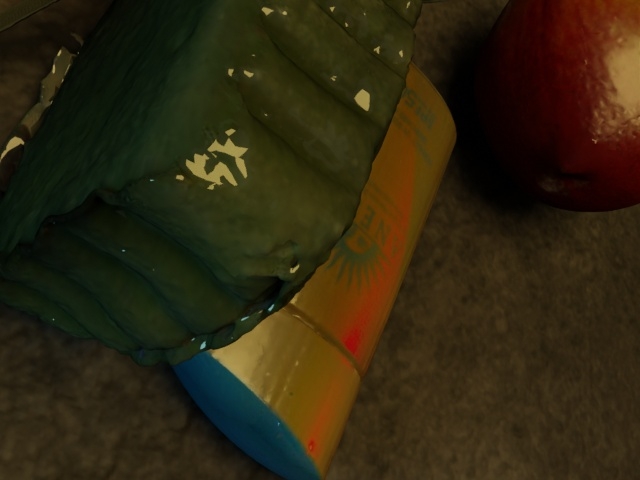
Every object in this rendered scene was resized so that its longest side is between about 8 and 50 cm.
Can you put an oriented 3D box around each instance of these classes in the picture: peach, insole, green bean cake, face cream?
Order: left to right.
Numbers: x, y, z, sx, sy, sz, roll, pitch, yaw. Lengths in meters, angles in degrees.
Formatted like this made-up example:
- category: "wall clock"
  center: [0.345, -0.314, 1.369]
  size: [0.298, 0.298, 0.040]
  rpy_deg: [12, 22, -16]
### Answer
- category: "insole"
  center: [-0.142, -0.135, 0.488]
  size: [0.002, 0.152, 0.053]
  rpy_deg: [59, 8, -32]
- category: "green bean cake"
  center: [-0.067, -0.056, 0.462]
  size: [0.125, 0.222, 0.227]
  rpy_deg: [40, 55, -28]
- category: "face cream"
  center: [0.000, 0.000, 0.583]
  size: [0.139, 0.067, 0.285]
  rpy_deg: [39, 59, -27]
- category: "peach"
  center: [0.204, -0.110, 0.687]
  size: [0.197, 0.197, 0.197]
  rpy_deg: [10, 72, -33]

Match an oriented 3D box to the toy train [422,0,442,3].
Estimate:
- category: "toy train"
  center: [-0.097, -0.235, 0.489]
  size: [0.406, 0.086, 0.088]
  rpy_deg: [18, 53, -11]
